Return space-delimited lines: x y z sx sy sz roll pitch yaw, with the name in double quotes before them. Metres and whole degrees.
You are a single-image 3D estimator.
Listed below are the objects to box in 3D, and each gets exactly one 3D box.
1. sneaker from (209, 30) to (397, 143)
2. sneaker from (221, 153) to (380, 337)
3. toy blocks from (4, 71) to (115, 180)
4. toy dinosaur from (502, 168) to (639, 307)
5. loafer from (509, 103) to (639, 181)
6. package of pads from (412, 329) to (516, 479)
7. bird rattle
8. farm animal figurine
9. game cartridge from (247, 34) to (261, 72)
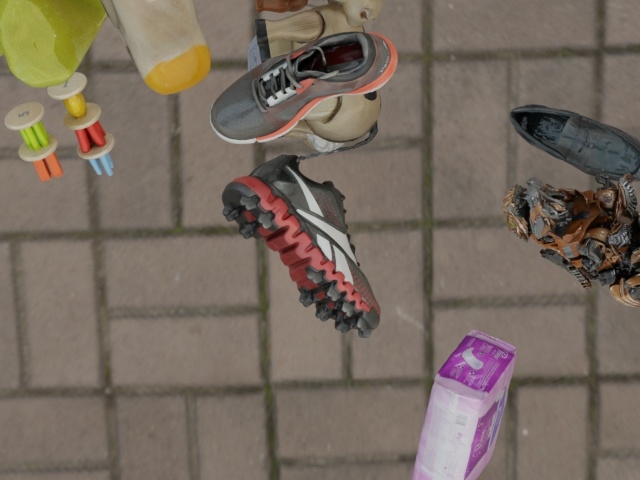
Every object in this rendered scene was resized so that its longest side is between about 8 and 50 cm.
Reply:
"sneaker" -0.022 -0.126 1.008 0.158 0.065 0.061 -24 76 14
"sneaker" 0.000 0.000 1.709 0.276 0.097 0.135 49 60 -12
"toy blocks" -0.327 -0.124 1.684 0.123 0.054 0.148 -40 134 -23
"toy dinosaur" 0.370 0.003 1.464 0.322 0.218 0.164 9 63 -21
"loafer" 0.361 -0.137 1.835 0.223 0.078 0.076 28 102 38
"package of pads" 0.074 0.093 0.679 0.032 0.050 0.083 23 131 19
"bird rattle" -0.108 -0.184 0.631 0.143 0.207 0.253 -21 137 -15
"farm animal figurine" 0.007 -0.260 1.542 0.172 0.330 0.327 -8 97 1
"game cartridge" -0.083 -0.237 1.779 0.017 0.056 0.083 2 73 -19
